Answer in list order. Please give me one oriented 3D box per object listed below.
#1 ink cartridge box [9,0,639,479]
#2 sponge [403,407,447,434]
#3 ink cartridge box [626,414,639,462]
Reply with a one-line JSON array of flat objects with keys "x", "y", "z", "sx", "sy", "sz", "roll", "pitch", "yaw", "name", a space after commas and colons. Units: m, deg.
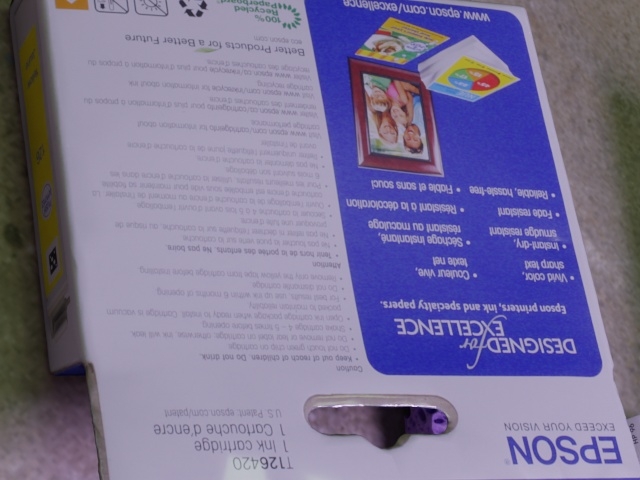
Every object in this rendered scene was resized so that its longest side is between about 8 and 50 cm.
[{"x": 0.000, "y": 0.000, "z": 0.927, "sx": 0.303, "sy": 0.072, "sz": 0.307, "roll": 3, "pitch": 64, "yaw": -26, "name": "ink cartridge box"}, {"x": 0.104, "y": 0.146, "z": 0.958, "sx": 0.117, "sy": 0.031, "sz": 0.210, "roll": 15, "pitch": 55, "yaw": -29, "name": "sponge"}, {"x": 0.190, "y": 0.132, "z": 1.009, "sx": 0.083, "sy": 0.028, "sz": 0.048, "roll": 27, "pitch": 45, "yaw": -54, "name": "ink cartridge box"}]
